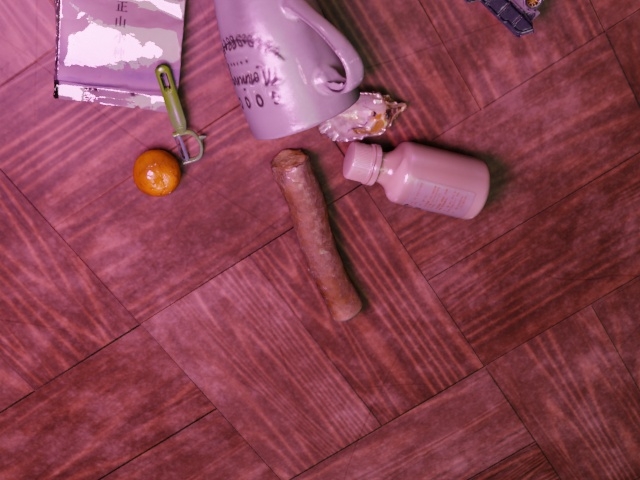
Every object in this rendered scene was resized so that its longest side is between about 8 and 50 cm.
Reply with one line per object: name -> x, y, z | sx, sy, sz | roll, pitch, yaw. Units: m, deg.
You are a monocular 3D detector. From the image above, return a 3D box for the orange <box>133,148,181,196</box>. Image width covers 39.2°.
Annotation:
orange -> -0.281, -0.115, 1.539 | 0.083, 0.070, 0.083 | -10, 120, -17

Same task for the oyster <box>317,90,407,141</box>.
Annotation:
oyster -> 0.061, -0.224, 1.548 | 0.146, 0.045, 0.121 | -35, 120, 18

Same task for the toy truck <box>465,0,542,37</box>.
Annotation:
toy truck -> 0.280, -0.415, 1.463 | 0.192, 0.083, 0.092 | 36, 112, -24

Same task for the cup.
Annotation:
cup -> -0.039, -0.298, 1.389 | 0.186, 0.258, 0.234 | -36, 116, -31

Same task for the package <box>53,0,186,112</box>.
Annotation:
package -> -0.319, -0.332, 1.426 | 0.203, 0.062, 0.251 | 6, 119, -11

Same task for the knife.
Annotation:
knife -> -0.230, -0.208, 1.491 | 0.054, 0.015, 0.212 | -12, 138, 0

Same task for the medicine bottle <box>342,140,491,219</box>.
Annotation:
medicine bottle -> 0.166, -0.114, 1.580 | 0.252, 0.114, 0.114 | 12, 114, -15

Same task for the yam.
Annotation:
yam -> 0.000, 0.000, 1.637 | 0.081, 0.081, 0.357 | -21, 119, 2
